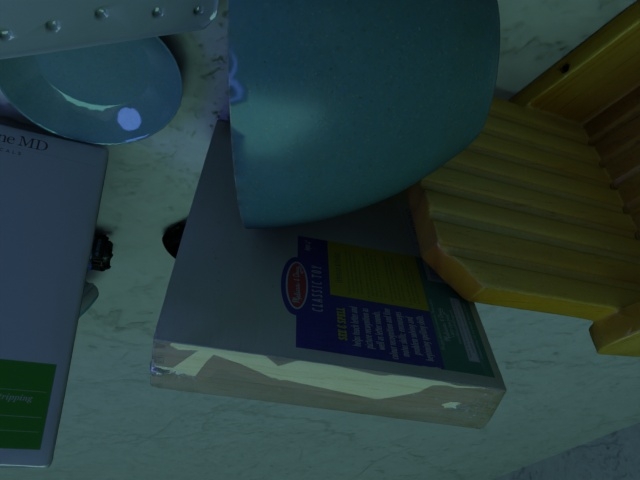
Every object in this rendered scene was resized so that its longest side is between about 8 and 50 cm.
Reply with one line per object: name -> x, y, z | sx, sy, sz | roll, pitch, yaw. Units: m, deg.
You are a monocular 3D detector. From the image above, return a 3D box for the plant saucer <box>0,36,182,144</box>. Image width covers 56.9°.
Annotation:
plant saucer -> -0.249, -0.185, 0.645 | 0.195, 0.037, 0.195 | -4, 144, -3

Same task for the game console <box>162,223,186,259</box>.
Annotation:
game console -> -0.005, 0.019, 0.966 | 0.387, 0.060, 0.342 | -22, 136, 19

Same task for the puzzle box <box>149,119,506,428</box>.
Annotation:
puzzle box -> 0.000, 0.000, 0.606 | 0.272, 0.409, 0.052 | 10, 123, -8

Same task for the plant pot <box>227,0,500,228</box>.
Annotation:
plant pot -> 0.036, -0.153, 0.501 | 0.196, 0.290, 0.290 | 1, 144, -1

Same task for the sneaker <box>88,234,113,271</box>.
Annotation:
sneaker -> -0.352, 0.001, 0.869 | 0.085, 0.058, 0.152 | 3, 148, -3

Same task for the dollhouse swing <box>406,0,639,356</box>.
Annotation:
dollhouse swing -> 0.292, -0.102, 0.581 | 0.305, 0.346, 0.315 | 23, 136, -33

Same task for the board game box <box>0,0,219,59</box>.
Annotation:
board game box -> -0.226, -0.284, 0.359 | 0.390, 0.050, 0.390 | -21, 153, -30

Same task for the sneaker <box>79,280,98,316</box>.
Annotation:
sneaker -> -0.525, 0.102, 0.899 | 0.319, 0.208, 0.127 | -34, -169, -17

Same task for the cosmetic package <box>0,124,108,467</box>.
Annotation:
cosmetic package -> -0.374, 0.062, 0.670 | 0.197, 0.365, 0.155 | 10, 157, -23
